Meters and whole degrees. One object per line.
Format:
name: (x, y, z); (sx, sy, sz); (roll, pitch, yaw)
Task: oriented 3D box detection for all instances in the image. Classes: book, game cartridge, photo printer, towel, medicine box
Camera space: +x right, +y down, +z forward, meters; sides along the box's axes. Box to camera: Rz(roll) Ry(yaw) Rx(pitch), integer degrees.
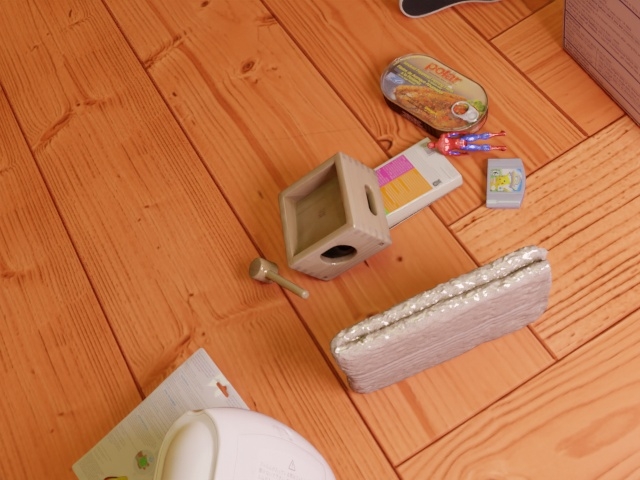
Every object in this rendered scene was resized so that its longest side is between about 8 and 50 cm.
book: (0.125, -0.086, 1.178); (0.144, 0.035, 0.096); (-31, 55, -4)
game cartridge: (0.271, -0.084, 1.148); (0.056, 0.017, 0.083); (1, 62, 12)
photo printer: (-0.085, 0.346, 0.864); (0.107, 0.256, 0.307); (-13, 57, 31)
towel: (0.151, 0.102, 0.974); (0.282, 0.187, 0.049); (-24, 62, 0)
medicine box: (0.465, -0.310, 1.061); (0.149, 0.289, 0.263); (-28, 58, -2)

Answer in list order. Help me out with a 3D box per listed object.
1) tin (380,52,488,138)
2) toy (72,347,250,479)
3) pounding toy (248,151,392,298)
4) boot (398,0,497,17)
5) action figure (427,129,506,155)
tin: (0.179, -0.227, 1.241); (0.106, 0.040, 0.190); (-46, 60, -8)
toy: (-0.201, 0.275, 1.048); (0.237, 0.056, 0.137); (-41, 63, -4)
pounding toy: (-0.003, 0.011, 1.127); (0.206, 0.094, 0.181); (-32, 53, 32)
boot: (0.247, -0.488, 1.343); (0.244, 0.088, 0.176); (-9, 58, 14)
action figure: (0.216, -0.145, 1.174); (0.115, 0.030, 0.038); (-3, 100, -4)
